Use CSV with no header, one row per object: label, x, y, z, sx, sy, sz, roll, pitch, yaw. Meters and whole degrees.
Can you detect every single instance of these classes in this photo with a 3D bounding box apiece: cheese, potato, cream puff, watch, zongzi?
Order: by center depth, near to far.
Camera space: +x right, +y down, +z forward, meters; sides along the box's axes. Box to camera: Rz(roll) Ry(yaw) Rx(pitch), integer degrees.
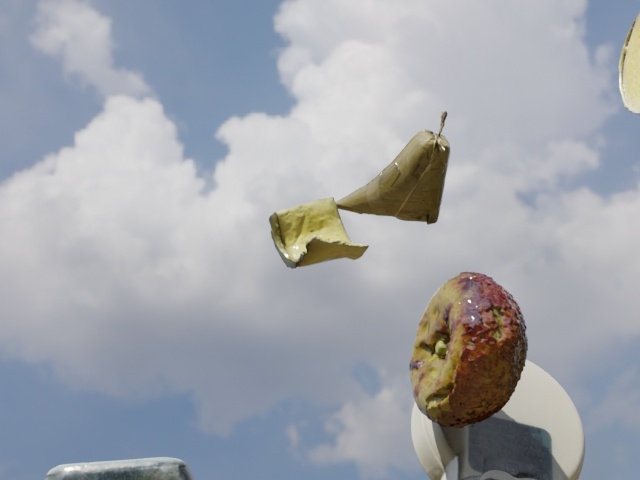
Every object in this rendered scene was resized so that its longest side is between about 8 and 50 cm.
cheese,0.001,0.001,0.821,0.060,0.084,0.041,-13,-63,-21
cream puff,0.141,0.105,0.952,0.084,0.149,0.149,17,-37,-13
watch,-0.202,0.321,1.035,0.206,0.193,0.068,-2,-18,-9
potato,0.459,-0.236,1.309,0.081,0.200,0.164,11,-69,-10
zongzi,0.113,-0.116,1.622,0.178,0.081,0.189,5,-53,-1

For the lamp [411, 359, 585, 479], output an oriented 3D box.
lamp,0.177,0.221,1.035,0.179,0.246,0.108,13,-46,-5
